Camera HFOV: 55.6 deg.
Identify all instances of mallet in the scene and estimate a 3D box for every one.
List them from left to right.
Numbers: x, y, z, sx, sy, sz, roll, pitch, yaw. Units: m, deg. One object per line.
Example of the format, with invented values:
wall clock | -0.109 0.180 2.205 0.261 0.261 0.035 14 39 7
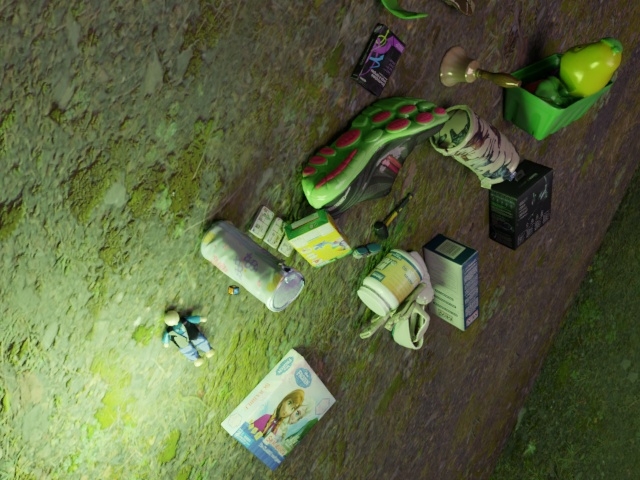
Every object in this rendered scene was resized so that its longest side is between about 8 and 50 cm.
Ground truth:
mallet | 0.244 -0.078 1.987 0.190 0.039 0.062 -44 138 -23

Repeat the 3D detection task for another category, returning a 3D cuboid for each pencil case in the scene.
pencil case | -0.168 0.057 1.467 0.113 0.273 0.124 -41 146 -27
pencil case | 0.516 -0.308 2.023 0.410 0.160 0.183 18 86 -49

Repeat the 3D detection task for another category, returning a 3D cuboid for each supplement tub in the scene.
supplement tub | 0.233 0.139 2.020 0.199 0.144 0.144 -46 138 -16

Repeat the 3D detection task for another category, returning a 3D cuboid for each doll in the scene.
doll | -0.345 0.243 1.574 0.129 0.046 0.189 -38 130 -10

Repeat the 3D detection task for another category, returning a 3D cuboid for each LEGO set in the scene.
LEGO set | -0.169 0.048 1.648 0.182 0.060 0.244 38 73 -50

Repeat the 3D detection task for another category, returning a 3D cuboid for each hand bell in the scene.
hand bell | 0.490 -0.495 1.818 0.126 0.242 0.126 -25 130 -33

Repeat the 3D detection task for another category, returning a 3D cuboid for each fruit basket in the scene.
fruit basket | 0.855 -0.567 2.108 0.392 0.283 0.392 -33 148 -24

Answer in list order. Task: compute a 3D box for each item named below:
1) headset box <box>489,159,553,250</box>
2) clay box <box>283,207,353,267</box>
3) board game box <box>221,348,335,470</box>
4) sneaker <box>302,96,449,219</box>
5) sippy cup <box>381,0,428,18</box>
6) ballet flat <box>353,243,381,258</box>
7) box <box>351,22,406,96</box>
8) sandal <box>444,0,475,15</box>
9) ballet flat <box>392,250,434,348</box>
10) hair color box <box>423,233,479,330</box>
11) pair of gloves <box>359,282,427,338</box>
headset box | 0.800 -0.150 2.428 0.246 0.131 0.283 -37 135 -24
clay box | 0.000 0.000 1.709 0.127 0.053 0.222 -24 151 10
board game box | -0.123 0.555 1.973 0.318 0.066 0.318 -46 138 -15
sneaker | 0.154 -0.238 1.711 0.483 0.185 0.202 -35 143 -12
sippy cup | 0.237 -0.708 1.447 0.240 0.224 0.305 -50 138 -11
ballet flat | 0.146 0.036 1.958 0.114 0.041 0.041 -12 121 -41
box | 0.159 -0.488 1.652 0.116 0.029 0.162 21 99 -49
sandal | 0.375 -0.699 1.733 0.180 0.049 0.072 10 101 -33
ballet flat | 0.349 0.227 2.203 0.139 0.139 0.400 -22 127 -36
hair color box | 0.493 0.159 2.273 0.105 0.174 0.347 -37 135 -26
pair of gloves | 0.253 0.245 2.065 0.204 0.042 0.240 -46 -174 -39
